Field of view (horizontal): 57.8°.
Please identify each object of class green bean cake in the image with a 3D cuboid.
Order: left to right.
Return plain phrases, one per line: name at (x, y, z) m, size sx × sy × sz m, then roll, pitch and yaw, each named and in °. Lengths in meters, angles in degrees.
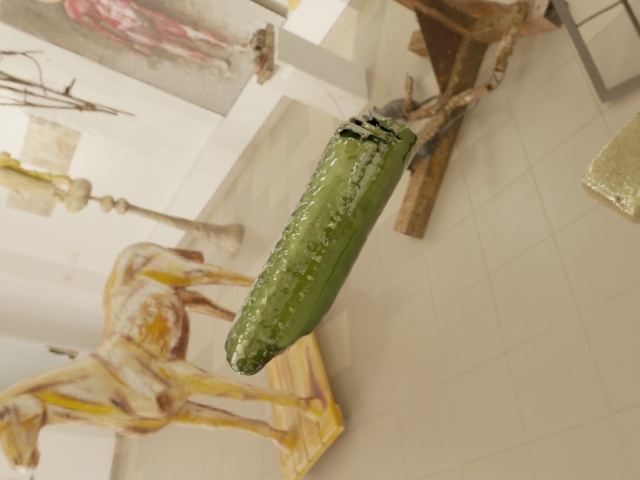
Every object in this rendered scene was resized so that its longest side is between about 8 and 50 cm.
green bean cake at (0.508, -0.124, 0.899) m, size 0.179 × 0.085 × 0.109 m, roll -47°, pitch 51°, yaw 8°

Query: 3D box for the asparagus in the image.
asparagus at (0.000, 0.000, 0.732) m, size 0.382 × 0.108 × 0.128 m, roll -61°, pitch 5°, yaw -15°
